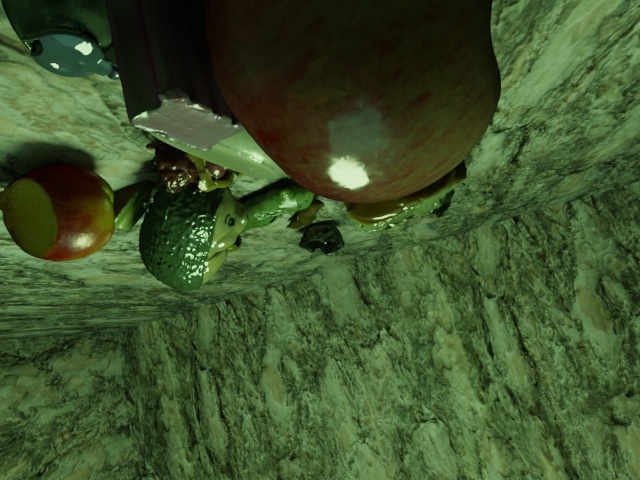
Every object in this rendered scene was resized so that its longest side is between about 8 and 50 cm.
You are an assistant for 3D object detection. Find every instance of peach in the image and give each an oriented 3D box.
[{"bbox_3d":[-0.487,-0.053,0.798,0.192,0.190,0.190,-8,166,-26],"label":"peach"}]

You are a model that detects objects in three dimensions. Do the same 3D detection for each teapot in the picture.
[{"bbox_3d":[-0.260,-0.225,0.462,0.111,0.108,0.149,-16,167,14],"label":"teapot"}]

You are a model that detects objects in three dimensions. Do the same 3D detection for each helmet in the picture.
[{"bbox_3d":[0.007,-0.013,1.676,0.176,0.107,0.153,12,161,-19],"label":"helmet"}]

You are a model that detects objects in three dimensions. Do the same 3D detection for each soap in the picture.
[{"bbox_3d":[-0.153,-0.206,0.447,0.065,0.203,0.122,-20,167,24],"label":"soap"}]

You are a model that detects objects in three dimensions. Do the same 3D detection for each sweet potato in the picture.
[{"bbox_3d":[-0.052,-0.080,1.415,0.067,0.067,0.274,-8,168,-26],"label":"sweet potato"}]

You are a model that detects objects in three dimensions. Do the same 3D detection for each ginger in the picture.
[{"bbox_3d":[-0.150,-0.090,1.225,0.289,0.089,0.137,-28,144,32],"label":"ginger"}]

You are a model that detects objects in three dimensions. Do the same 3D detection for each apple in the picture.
[{"bbox_3d":[0.057,-0.204,0.454,0.269,0.345,0.344,-30,162,21],"label":"apple"}]

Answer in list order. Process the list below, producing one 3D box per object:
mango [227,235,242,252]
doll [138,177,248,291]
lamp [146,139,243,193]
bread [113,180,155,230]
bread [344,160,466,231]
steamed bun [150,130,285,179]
[{"bbox_3d":[-0.346,-0.004,1.264,0.227,0.136,0.099,1,123,-28],"label":"mango"},{"bbox_3d":[-0.301,-0.030,1.018,0.247,0.247,0.350,-8,150,-25],"label":"doll"},{"bbox_3d":[-0.185,-0.166,0.812,0.253,0.118,0.118,-17,167,-2],"label":"lamp"},{"bbox_3d":[-0.449,-0.103,1.002,0.139,0.084,0.074,-48,160,7],"label":"bread"},{"bbox_3d":[0.152,-0.156,0.872,0.250,0.279,0.225,-17,153,9],"label":"bread"},{"bbox_3d":[-0.130,-0.188,0.623,0.231,0.145,0.232,19,179,1],"label":"steamed bun"}]
